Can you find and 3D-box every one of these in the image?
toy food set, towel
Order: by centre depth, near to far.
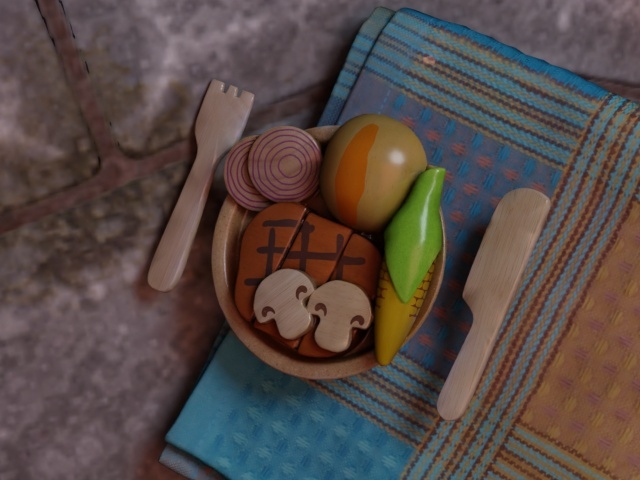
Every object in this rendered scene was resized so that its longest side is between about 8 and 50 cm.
[{"bbox_3d":[0.116,0.070,0.715,0.040,0.370,0.271,20,98,-61],"label":"towel"},{"bbox_3d":[0.000,0.000,0.737,0.192,0.038,0.132,21,92,25],"label":"toy food set"}]
